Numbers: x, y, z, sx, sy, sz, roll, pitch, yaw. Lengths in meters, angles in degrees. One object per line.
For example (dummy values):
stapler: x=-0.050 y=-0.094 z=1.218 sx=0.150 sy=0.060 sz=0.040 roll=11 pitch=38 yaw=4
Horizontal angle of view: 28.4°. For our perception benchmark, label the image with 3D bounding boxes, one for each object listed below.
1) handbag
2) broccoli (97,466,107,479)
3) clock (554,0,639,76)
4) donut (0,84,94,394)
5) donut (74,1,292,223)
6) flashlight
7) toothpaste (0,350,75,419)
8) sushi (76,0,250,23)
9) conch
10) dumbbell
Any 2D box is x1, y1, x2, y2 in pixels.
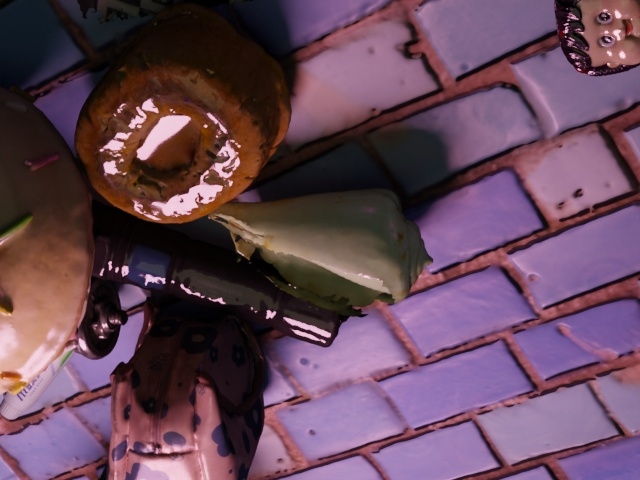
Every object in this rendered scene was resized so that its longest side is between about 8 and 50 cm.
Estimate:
handbag: x=-0.172 y=0.201 z=1.605 sx=0.190 sy=0.251 sz=0.193 roll=0 pitch=117 yaw=8
broccoli: x=-0.210 y=0.448 z=1.789 sx=0.297 sy=0.297 sz=0.297 roll=-19 pitch=144 yaw=28
clock: x=0.319 y=-0.254 z=1.210 sx=0.195 sy=0.100 sz=0.194 roll=-7 pitch=120 yaw=18
donut: x=-0.408 y=-0.021 z=1.468 sx=0.371 sy=0.150 sz=0.307 roll=49 pitch=114 yaw=25
donut: x=-0.154 y=-0.131 z=1.418 sx=0.208 sy=0.128 sz=0.261 roll=34 pitch=129 yaw=-11
flashlight: x=-0.165 y=0.033 z=1.572 sx=0.424 sy=0.103 sz=0.103 roll=17 pitch=129 yaw=1
toothpaste: x=-0.373 y=0.153 z=1.750 sx=0.075 sy=0.048 sz=0.297 roll=37 pitch=124 yaw=-5
sushi: x=-0.170 y=-0.344 z=1.311 sx=0.290 sy=0.050 sz=0.264 roll=-2 pitch=125 yaw=18
conch: x=0.007 y=0.017 z=1.475 sx=0.251 sy=0.137 sz=0.143 roll=-9 pitch=158 yaw=20
dumbbell: x=-0.369 y=0.097 z=1.643 sx=0.254 sy=0.110 sz=0.110 roll=0 pitch=126 yaw=19
